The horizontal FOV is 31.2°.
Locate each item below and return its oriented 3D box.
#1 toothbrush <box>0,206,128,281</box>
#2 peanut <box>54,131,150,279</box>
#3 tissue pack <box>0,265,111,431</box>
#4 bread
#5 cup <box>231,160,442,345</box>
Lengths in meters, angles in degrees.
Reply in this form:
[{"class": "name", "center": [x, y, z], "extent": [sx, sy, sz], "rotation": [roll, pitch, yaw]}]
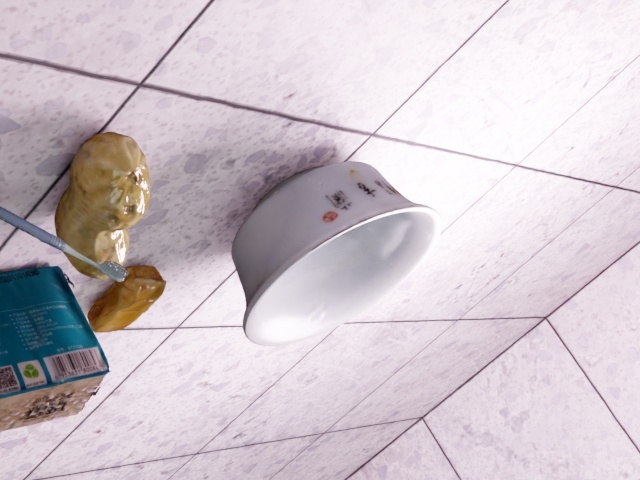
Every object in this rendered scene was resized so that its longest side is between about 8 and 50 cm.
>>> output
[{"class": "toothbrush", "center": [-0.329, -0.004, 1.385], "extent": [0.219, 0.016, 0.019], "rotation": [30, 132, -25]}, {"class": "peanut", "center": [-0.272, -0.041, 1.423], "extent": [0.098, 0.103, 0.229], "rotation": [-5, 144, -28]}, {"class": "tissue pack", "center": [-0.441, 0.152, 1.485], "extent": [0.270, 0.192, 0.134], "rotation": [-7, 145, -43]}, {"class": "bread", "center": [-0.292, 0.090, 1.723], "extent": [0.132, 0.053, 0.074], "rotation": [-42, 155, 27]}, {"class": "cup", "center": [0.000, 0.000, 1.768], "extent": [0.347, 0.163, 0.347], "rotation": [-27, 156, -13]}]
